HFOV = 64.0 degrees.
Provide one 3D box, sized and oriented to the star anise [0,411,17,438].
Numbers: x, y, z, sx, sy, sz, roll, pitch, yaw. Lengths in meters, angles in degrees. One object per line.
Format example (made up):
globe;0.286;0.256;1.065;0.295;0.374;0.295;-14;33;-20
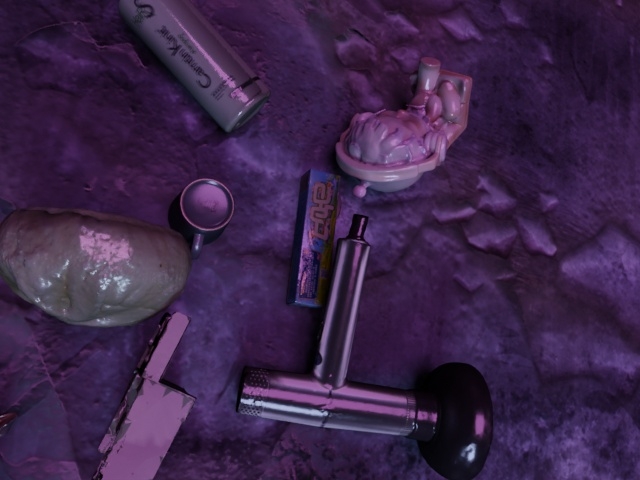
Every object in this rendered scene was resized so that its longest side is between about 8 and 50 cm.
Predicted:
star anise;-0.418;0.213;0.513;0.208;0.063;0.171;-11;80;-21

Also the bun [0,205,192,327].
bun;-0.242;0.033;0.552;0.195;0.195;0.118;14;82;-20

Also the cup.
cup;-0.153;-0.026;0.657;0.078;0.077;0.100;10;77;-21

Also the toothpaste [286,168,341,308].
toothpaste;0.000;0.000;0.734;0.070;0.044;0.193;11;76;-20

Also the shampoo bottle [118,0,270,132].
shampoo bottle;-0.183;-0.269;0.686;0.262;0.085;0.085;47;67;-8

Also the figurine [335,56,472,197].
figurine;0.120;-0.159;0.760;0.237;0.162;0.141;-40;139;-23

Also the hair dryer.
hair dryer;0.084;0.141;0.657;0.320;0.155;0.284;20;104;-13

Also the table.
table;-0.182;0.171;0.569;0.062;0.146;0.175;30;71;-14
